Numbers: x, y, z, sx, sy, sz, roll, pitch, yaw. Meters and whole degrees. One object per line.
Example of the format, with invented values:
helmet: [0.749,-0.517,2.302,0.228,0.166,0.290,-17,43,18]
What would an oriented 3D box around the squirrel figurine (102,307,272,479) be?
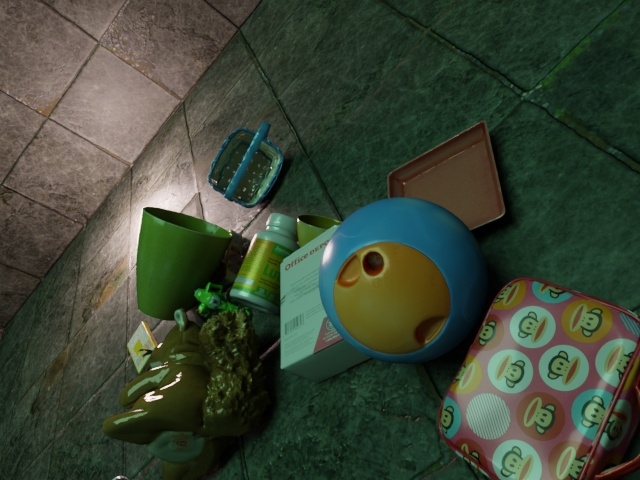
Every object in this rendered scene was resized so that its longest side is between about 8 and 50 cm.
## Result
squirrel figurine: [-0.297,0.338,1.309,0.397,0.281,0.370,-30,31,13]

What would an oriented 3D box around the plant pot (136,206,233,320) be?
plant pot: [-0.441,0.080,1.565,0.275,0.275,0.293,28,100,55]

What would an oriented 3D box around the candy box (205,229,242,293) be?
candy box: [-0.306,0.070,1.651,0.109,0.053,0.186,-32,44,31]

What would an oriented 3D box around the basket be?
basket: [-0.231,-0.235,1.637,0.254,0.201,0.289,-61,4,-4]

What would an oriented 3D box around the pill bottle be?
pill bottle: [-0.131,0.058,1.374,0.136,0.136,0.245,1,65,51]

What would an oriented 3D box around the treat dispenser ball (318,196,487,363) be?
treat dispenser ball: [0.141,0.068,0.906,0.288,0.288,0.288,-30,43,33]

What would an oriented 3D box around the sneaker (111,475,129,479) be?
sneaker: [-0.523,0.742,1.350,0.163,0.086,0.226,-23,56,54]

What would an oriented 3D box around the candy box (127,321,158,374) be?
candy box: [-0.621,0.373,1.818,0.105,0.027,0.206,-56,35,-2]

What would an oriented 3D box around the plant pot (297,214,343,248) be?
plant pot: [0.000,0.000,1.288,0.134,0.134,0.095,35,118,55]

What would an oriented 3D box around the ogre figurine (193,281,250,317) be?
ogre figurine: [-0.291,0.179,1.490,0.096,0.118,0.197,-54,34,6]

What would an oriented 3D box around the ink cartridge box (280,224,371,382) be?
ink cartridge box: [0.019,0.137,1.148,0.207,0.117,0.283,-33,42,31]

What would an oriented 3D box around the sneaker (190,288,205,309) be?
sneaker: [-0.421,0.164,1.707,0.186,0.069,0.083,-32,43,18]

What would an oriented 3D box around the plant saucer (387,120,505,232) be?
plant saucer: [0.260,-0.093,1.097,0.259,0.048,0.258,-27,45,35]

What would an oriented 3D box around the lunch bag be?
lunch bag: [0.326,0.213,0.718,0.258,0.120,0.293,23,82,54]
